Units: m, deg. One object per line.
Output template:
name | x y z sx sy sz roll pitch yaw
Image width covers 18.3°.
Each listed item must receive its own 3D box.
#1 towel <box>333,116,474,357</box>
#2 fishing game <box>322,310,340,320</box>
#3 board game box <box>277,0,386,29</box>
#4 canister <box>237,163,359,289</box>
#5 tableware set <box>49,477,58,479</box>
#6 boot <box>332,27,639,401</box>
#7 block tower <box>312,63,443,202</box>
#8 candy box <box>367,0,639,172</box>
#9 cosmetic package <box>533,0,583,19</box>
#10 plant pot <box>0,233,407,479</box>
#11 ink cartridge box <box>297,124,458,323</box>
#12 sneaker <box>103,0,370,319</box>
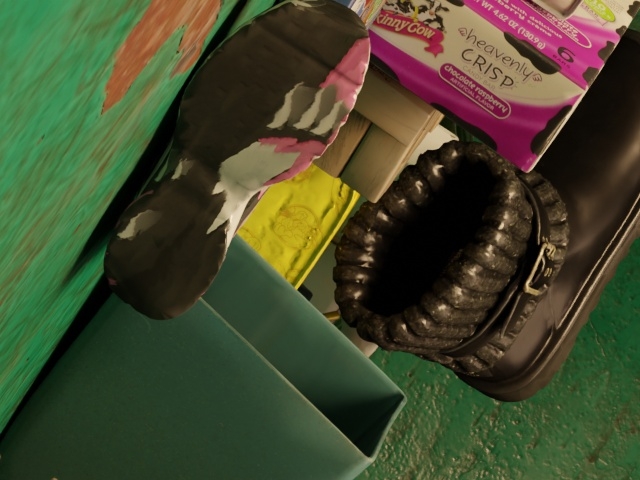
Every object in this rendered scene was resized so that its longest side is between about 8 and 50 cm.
towel | 0.053 0.007 1.865 0.325 0.038 0.248 -48 -150 43
fishing game | -0.074 0.135 1.642 0.189 0.041 0.264 -7 154 -30
board game box | 0.021 -0.149 1.054 0.201 0.035 0.136 -57 176 31
canister | -0.018 -0.025 1.425 0.126 0.073 0.170 -57 178 10
tableware set | -0.219 0.202 1.061 0.128 0.039 0.194 -24 146 -54
boot | 0.158 -0.047 1.570 0.260 0.131 0.348 35 75 -56
block tower | 0.072 -0.142 1.376 0.097 0.091 0.335 -58 175 33
candy box | 0.109 -0.149 1.242 0.071 0.159 0.233 -56 178 28
cosmetic package | 0.174 -0.269 1.262 0.153 0.129 0.296 -55 178 27
plant pot | -0.098 0.131 1.150 0.234 0.166 0.165 -46 179 12
ink cartridge box | 0.000 0.000 1.685 0.172 0.100 0.237 -53 177 -39
sneaker | -0.045 -0.050 0.961 0.178 0.072 0.077 -48 -169 19
